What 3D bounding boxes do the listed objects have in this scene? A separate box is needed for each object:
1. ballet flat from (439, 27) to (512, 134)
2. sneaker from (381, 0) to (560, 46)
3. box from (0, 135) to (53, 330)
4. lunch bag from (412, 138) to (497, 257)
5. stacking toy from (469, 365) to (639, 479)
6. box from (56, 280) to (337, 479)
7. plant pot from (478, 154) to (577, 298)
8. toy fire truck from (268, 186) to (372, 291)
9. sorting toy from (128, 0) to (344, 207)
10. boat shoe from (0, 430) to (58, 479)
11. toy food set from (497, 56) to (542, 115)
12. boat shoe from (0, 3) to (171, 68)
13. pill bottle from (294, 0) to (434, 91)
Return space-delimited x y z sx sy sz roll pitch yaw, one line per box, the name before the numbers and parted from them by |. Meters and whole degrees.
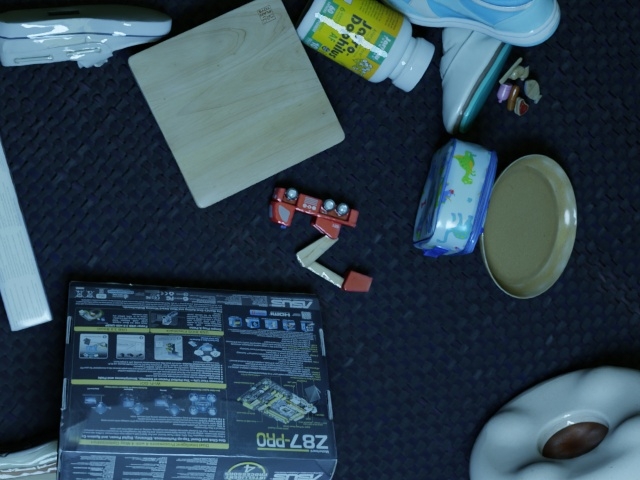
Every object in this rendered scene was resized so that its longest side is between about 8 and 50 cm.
ballet flat | 0.278 -0.355 2.003 0.139 0.139 0.400 35 79 -9
sneaker | 0.206 -0.420 1.877 0.319 0.208 0.127 17 72 28
box | -0.483 -0.025 1.867 0.067 0.063 0.324 -17 93 -10
lunch bag | 0.210 -0.060 1.926 0.090 0.219 0.176 16 85 -3
stacking toy | 0.477 0.475 1.968 0.350 0.350 0.480 -31 112 -10
box | -0.185 0.211 1.817 0.395 0.097 0.318 3 44 -12
plant pot | 0.334 -0.024 2.001 0.236 0.032 0.236 -8 102 -40
toy fire truck | 0.000 0.000 1.971 0.192 0.047 0.135 16 87 -10
sorting toy | -0.135 -0.217 1.925 0.257 0.089 0.255 -26 95 -11
boat shoe | -0.471 0.369 1.839 0.324 0.123 0.116 -12 94 -10
toy food set | 0.323 -0.250 2.020 0.019 0.122 0.078 35 79 36
boat shoe | -0.363 -0.308 1.884 0.267 0.096 0.088 -7 119 -17
pill bottle | 0.072 -0.325 1.953 0.208 0.117 0.117 29 84 -10
